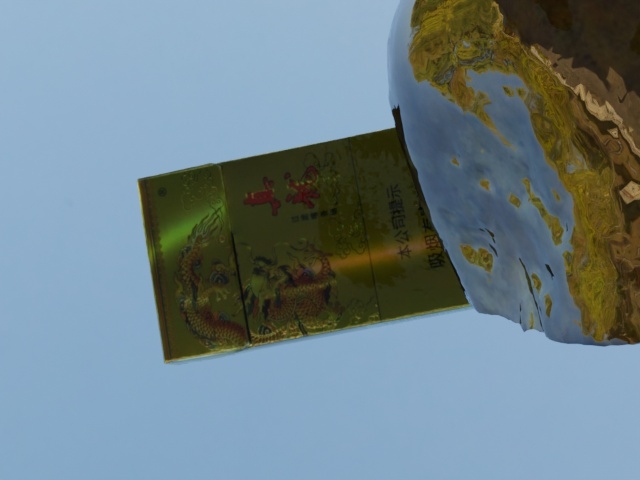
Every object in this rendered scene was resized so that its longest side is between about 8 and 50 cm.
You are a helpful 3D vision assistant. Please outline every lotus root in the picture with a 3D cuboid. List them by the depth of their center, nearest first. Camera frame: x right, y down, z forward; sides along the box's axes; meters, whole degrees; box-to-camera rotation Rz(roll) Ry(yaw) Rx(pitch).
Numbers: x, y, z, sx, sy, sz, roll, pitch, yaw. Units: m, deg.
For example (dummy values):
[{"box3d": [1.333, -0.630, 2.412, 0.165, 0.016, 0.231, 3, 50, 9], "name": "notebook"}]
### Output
[{"box3d": [0.130, -0.088, 0.935, 0.149, 0.260, 0.267, -22, -162, -13], "name": "lotus root"}]

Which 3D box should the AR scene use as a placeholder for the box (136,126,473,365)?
[{"box3d": [0.000, 0.000, 1.389, 0.311, 0.043, 0.173, -11, -99, 8], "name": "box"}]
